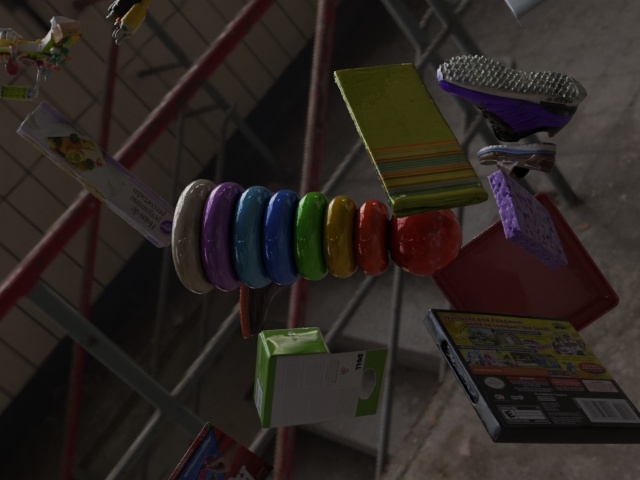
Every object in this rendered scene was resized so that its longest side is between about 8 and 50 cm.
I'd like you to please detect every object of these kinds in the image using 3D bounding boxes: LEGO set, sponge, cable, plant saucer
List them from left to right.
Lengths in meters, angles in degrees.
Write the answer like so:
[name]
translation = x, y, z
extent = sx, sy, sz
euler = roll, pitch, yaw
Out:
[LEGO set]
translation = -0.507, -0.309, 1.498
extent = 0.287, 0.132, 0.107
euler = 2, 81, 27
[cable]
translation = -0.347, -0.532, 1.797
extent = 0.287, 0.072, 0.139
euler = -46, 25, -2
[plant saucer]
translation = 0.373, 0.082, 1.588
extent = 0.258, 0.259, 0.048
euler = -36, 7, 6
[sponge]
translation = 0.344, -0.031, 1.419
extent = 0.031, 0.210, 0.117
euler = -27, 61, 27

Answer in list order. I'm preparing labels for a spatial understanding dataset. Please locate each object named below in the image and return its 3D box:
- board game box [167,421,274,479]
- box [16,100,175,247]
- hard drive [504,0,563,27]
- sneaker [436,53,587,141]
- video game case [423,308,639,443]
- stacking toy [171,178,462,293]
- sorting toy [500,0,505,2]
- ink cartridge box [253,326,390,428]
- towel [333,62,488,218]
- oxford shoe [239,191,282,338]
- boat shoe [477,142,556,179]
[board game box]
translation = -0.214, 0.469, 1.468
extent = 0.281, 0.145, 0.027
euler = -56, 3, -23
[box]
translation = -0.380, -0.111, 1.507
extent = 0.063, 0.324, 0.067
euler = -54, 19, -17
[hard drive]
translation = 0.411, -0.498, 1.370
extent = 0.307, 0.040, 0.203
euler = -33, 51, 17
[sneaker]
translation = 0.350, -0.255, 1.647
extent = 0.102, 0.293, 0.146
euler = -92, 16, -45
[video game case]
translation = 0.320, 0.200, 1.281
extent = 0.248, 0.274, 0.035
euler = -116, 40, -49
[stacking toy]
translation = 0.000, 0.000, 1.015
extent = 0.330, 0.141, 0.141
euler = 2, 43, 13
[sorting toy]
translation = 0.345, -0.655, 1.925
extent = 0.089, 0.255, 0.257
euler = -54, 39, 33
[ink cartridge box]
translation = -0.001, 0.281, 1.791
extent = 0.255, 0.189, 0.097
euler = -3, 31, -17
[towel]
translation = 0.090, -0.114, 0.922
extent = 0.102, 0.021, 0.237
euler = -7, 46, -13
[oxford shoe]
translation = -0.076, 0.042, 1.476
extent = 0.097, 0.098, 0.271
euler = 93, -171, -67
[boat shoe]
translation = 0.385, -0.156, 1.712
extent = 0.183, 0.066, 0.066
euler = 0, 87, 55
